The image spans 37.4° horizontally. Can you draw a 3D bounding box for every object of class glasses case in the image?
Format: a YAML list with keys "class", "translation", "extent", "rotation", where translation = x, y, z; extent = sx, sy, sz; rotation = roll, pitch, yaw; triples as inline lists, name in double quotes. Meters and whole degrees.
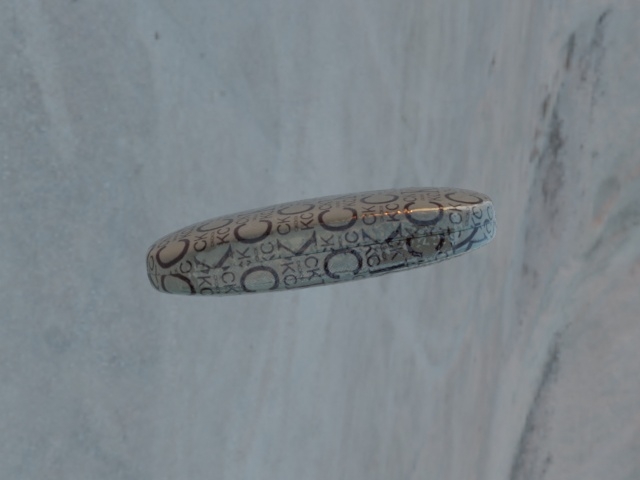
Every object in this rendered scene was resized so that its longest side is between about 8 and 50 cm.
- class: "glasses case"
  translation: [0.000, 0.000, 0.960]
  extent: [0.137, 0.355, 0.085]
  rotation: [-87, 168, -79]
